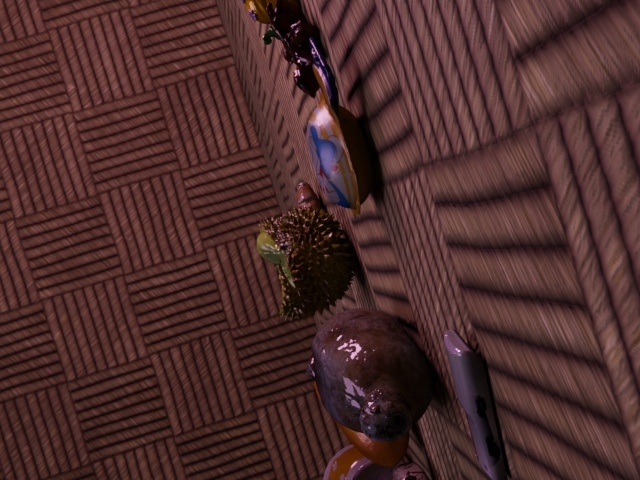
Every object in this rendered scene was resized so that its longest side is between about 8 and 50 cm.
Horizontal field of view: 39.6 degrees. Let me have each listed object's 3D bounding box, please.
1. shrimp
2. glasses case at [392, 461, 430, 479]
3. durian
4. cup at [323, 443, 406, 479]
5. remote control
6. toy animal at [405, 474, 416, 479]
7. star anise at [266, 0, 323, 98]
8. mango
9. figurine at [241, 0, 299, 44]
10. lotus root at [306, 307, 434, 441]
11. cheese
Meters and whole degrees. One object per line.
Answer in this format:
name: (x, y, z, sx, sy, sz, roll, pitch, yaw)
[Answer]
shrimp: (0.001, 0.000, 1.943, 0.145, 0.061, 0.267, 54, -166, -78)
glasses case: (0.197, 0.549, 1.505, 0.137, 0.085, 0.355, 159, 94, -86)
durian: (-0.024, 0.037, 1.689, 0.237, 0.176, 0.200, -106, -9, -63)
cup: (0.116, 0.489, 1.846, 0.226, 0.185, 0.241, 129, 154, -78)
remote control: (0.164, 0.177, 0.949, 0.065, 0.029, 0.166, -123, 17, -69)
toy animal: (0.179, 0.421, 1.177, 0.216, 0.073, 0.176, 8, 108, 52)
star anise: (-0.029, -0.288, 1.340, 0.168, 0.057, 0.168, 63, 179, 3)
mango: (0.085, 0.294, 1.611, 0.187, 0.138, 0.257, 111, 142, -55)
figurine: (-0.096, -0.386, 1.410, 0.095, 0.114, 0.156, -87, -20, -74)
lotus root: (0.075, 0.189, 1.272, 0.349, 0.174, 0.175, -154, 47, -78)
cheese: (0.021, -0.142, 1.188, 0.270, 0.069, 0.177, 78, 173, -46)
